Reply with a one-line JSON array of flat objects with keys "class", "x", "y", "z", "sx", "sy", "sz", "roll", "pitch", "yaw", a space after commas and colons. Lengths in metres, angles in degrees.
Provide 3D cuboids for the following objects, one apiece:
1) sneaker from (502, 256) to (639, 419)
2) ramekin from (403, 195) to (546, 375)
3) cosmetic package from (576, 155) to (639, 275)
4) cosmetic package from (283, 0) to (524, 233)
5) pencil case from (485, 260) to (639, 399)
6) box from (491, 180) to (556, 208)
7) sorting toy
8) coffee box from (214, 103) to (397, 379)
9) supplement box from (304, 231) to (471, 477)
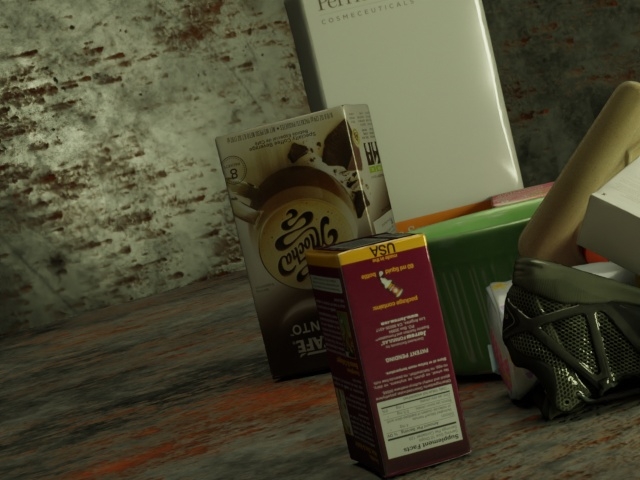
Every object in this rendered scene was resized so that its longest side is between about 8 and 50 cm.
[{"class": "sneaker", "x": 0.262, "y": 0.102, "z": 1.465, "sx": 0.227, "sy": 0.130, "sz": 0.087, "roll": 15, "pitch": 3, "yaw": 7}, {"class": "ramekin", "x": 0.231, "y": 0.038, "z": 1.798, "sx": 0.303, "sy": 0.148, "sz": 0.303, "roll": -14, "pitch": 3, "yaw": 1}, {"class": "cosmetic package", "x": 0.348, "y": 0.017, "z": 1.461, "sx": 0.239, "sy": 0.060, "sz": 0.099, "roll": 29, "pitch": 36, "yaw": 24}, {"class": "cosmetic package", "x": 0.120, "y": -0.120, "z": 2.179, "sx": 0.230, "sy": 0.453, "sz": 0.161, "roll": -14, "pitch": 4, "yaw": -5}, {"class": "pencil case", "x": 0.287, "y": 0.066, "z": 1.571, "sx": 0.273, "sy": 0.113, "sz": 0.124, "roll": -13, "pitch": -9, "yaw": 1}, {"class": "box", "x": 0.363, "y": -0.011, "z": 2.035, "sx": 0.300, "sy": 0.154, "sz": 0.142, "roll": -12, "pitch": 5, "yaw": 6}, {"class": "sorting toy", "x": 0.352, "y": -0.059, "z": 1.577, "sx": 0.229, "sy": 0.307, "sz": 0.041, "roll": 21, "pitch": 31, "yaw": -16}, {"class": "coffee box", "x": 0.000, "y": 0.000, "z": 2.044, "sx": 0.168, "sy": 0.297, "sz": 0.119, "roll": -13, "pitch": 2, "yaw": 17}, {"class": "supplement box", "x": 0.056, "y": 0.092, "z": 1.431, "sx": 0.081, "sy": 0.188, "sz": 0.104, "roll": -14, "pitch": 4, "yaw": -14}]
